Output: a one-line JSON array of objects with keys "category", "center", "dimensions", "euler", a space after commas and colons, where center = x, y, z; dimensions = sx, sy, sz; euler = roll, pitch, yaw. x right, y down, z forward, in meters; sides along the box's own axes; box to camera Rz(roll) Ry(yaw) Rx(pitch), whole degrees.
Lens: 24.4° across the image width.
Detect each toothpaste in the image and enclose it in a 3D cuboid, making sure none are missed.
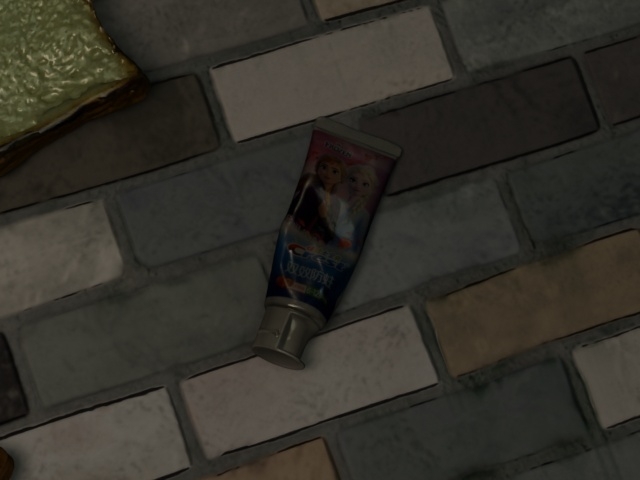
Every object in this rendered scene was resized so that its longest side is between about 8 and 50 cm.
[{"category": "toothpaste", "center": [0.000, 0.000, 1.499], "dimensions": [0.096, 0.061, 0.266], "euler": [22, 69, -4]}]

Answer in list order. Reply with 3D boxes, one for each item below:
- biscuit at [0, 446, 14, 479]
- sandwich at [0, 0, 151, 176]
[{"category": "biscuit", "center": [-0.352, 0.259, 1.358], "dimensions": [0.124, 0.026, 0.175], "euler": [24, 64, 34]}, {"category": "sandwich", "center": [-0.326, -0.198, 1.460], "dimensions": [0.226, 0.087, 0.251], "euler": [-32, 82, -17]}]
